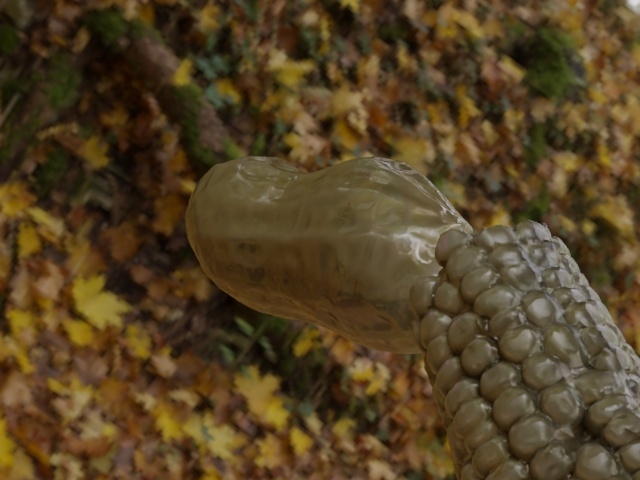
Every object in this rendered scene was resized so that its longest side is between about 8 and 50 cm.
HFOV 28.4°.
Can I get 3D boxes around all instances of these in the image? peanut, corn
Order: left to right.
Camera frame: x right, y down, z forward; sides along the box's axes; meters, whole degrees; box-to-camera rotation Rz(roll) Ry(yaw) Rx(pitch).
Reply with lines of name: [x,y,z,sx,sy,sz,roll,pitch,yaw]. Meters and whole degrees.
peanut: [0.000,0.000,0.688,0.214,0.098,0.090,11,5,44]
corn: [0.088,0.093,0.414,0.087,0.087,0.211,25,35,-41]
